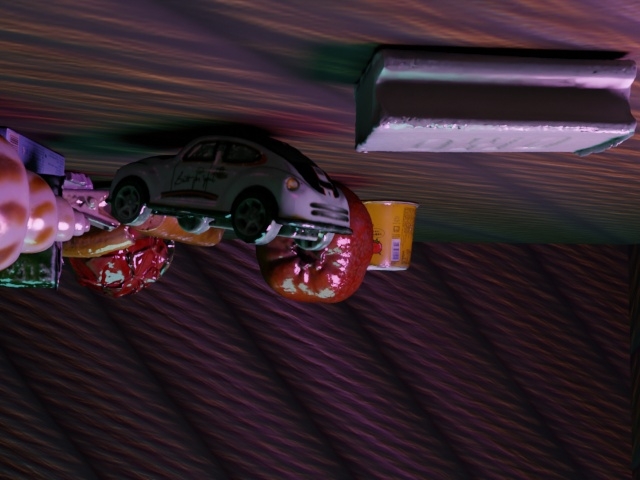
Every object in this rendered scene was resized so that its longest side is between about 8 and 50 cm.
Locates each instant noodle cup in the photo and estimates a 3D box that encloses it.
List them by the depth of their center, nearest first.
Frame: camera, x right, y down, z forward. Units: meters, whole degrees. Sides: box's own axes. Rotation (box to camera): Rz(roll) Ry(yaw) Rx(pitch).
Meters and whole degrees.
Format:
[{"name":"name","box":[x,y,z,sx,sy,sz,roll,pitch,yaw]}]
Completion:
[{"name":"instant noodle cup","box":[0.124,-0.008,1.553,0.182,0.144,0.182,1,177,0]}]

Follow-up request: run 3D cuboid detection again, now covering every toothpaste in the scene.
[{"name":"toothpaste","box":[-0.381,-0.099,0.875,0.070,0.044,0.193,2,176,-2]}]

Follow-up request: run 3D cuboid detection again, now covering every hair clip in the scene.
[{"name":"hair clip","box":[-0.446,-0.069,1.096,0.292,0.085,0.106,8,159,-30]}]

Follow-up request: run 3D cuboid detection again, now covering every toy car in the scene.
[{"name":"toy car","box":[-0.108,-0.062,0.817,0.305,0.125,0.136,10,-179,31]}]

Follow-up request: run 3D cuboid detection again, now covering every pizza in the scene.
[{"name":"pizza","box":[-0.409,-0.032,1.261,0.182,0.161,0.062,-14,140,8]}]

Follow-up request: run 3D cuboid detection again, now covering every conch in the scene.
[{"name":"conch","box":[-0.367,-0.044,0.692,0.275,0.149,0.182,34,141,-24]}]

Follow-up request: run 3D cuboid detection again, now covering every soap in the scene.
[{"name":"soap","box":[0.130,-0.104,0.563,0.198,0.063,0.114,1,178,-4]}]

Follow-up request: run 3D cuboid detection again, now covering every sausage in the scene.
[{"name":"sausage","box":[-0.255,-0.045,1.285,0.108,0.109,0.270,-1,174,21]}]

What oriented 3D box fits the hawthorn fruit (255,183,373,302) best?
[{"name":"hawthorn fruit","box":[0.000,0.000,1.234,0.210,0.211,0.262,0,-176,14]}]

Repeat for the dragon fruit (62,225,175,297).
[{"name":"dragon fruit","box":[-0.475,0.001,1.582,0.293,0.234,0.234,33,169,-12]}]

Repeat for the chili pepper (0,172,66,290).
[{"name":"chili pepper","box":[-0.431,-0.014,0.798,0.270,0.136,0.099,2,-179,-18]}]
